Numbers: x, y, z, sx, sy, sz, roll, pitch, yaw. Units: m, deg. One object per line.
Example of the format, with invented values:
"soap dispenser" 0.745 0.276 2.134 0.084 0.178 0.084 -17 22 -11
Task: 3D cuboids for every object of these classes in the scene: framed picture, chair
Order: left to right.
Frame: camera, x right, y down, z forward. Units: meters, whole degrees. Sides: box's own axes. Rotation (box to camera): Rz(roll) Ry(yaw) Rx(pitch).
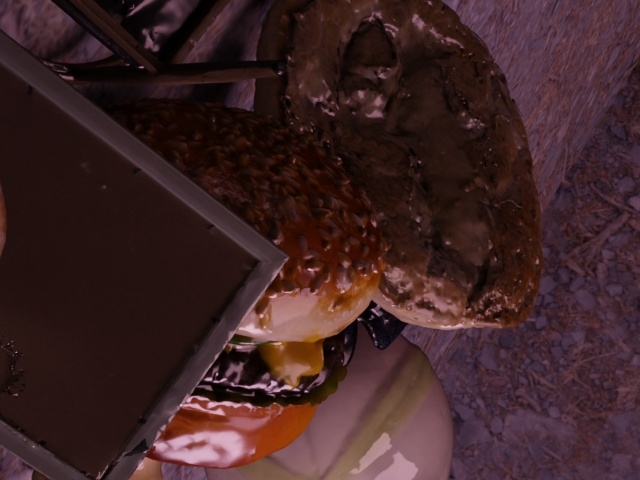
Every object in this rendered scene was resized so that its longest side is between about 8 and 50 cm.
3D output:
"framed picture" -0.181 0.017 1.004 0.216 0.273 0.016 -54 -158 -7
"chair" -0.107 -0.203 1.015 0.272 0.166 0.188 -3 -132 57

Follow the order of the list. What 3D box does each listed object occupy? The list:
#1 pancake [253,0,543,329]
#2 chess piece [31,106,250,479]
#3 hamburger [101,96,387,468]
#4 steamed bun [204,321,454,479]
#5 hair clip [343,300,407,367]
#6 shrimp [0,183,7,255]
"pancake" 0.081 -0.089 1.461 0.082 0.387 0.387 -31 -173 40
"chess piece" -0.136 0.067 1.426 0.397 0.117 0.117 -66 163 11
"hamburger" -0.087 0.019 1.209 0.291 0.291 0.225 -32 151 -60
"steamed bun" 0.002 0.193 1.819 0.309 0.309 0.309 -53 162 -26
"hair clip" 0.003 0.005 1.574 0.310 0.206 0.194 -57 165 -15
"shrimp" -0.262 -0.070 0.894 0.169 0.058 0.296 -16 117 -35
